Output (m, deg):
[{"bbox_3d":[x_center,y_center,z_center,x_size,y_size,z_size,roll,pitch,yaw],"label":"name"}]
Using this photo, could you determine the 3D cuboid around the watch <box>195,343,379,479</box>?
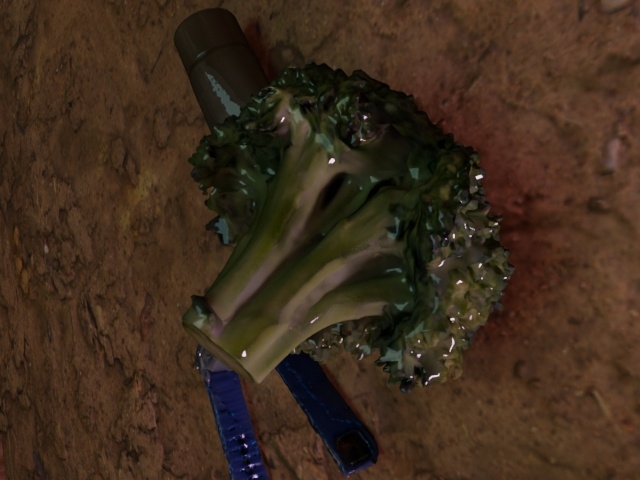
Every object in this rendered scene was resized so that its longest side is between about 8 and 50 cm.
[{"bbox_3d":[-0.070,0.232,0.791,0.275,0.068,0.276,50,129,29],"label":"watch"}]

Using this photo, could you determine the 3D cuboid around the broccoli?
[{"bbox_3d":[0.016,-0.001,0.535,0.288,0.235,0.260,5,74,54],"label":"broccoli"}]

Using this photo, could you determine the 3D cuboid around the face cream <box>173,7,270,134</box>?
[{"bbox_3d":[-0.072,-0.108,0.742,0.137,0.084,0.342,-34,75,37],"label":"face cream"}]
